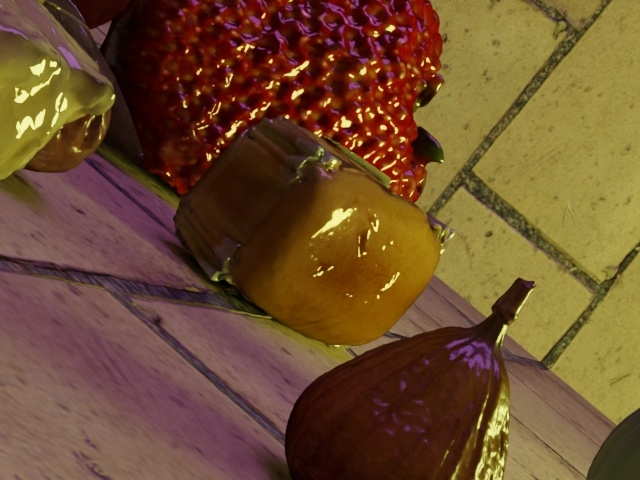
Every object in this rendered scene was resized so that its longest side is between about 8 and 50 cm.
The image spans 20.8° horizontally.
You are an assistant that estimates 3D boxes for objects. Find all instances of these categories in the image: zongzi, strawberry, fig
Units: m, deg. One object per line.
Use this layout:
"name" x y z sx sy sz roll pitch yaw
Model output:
"zongzi" -0.225 -0.136 1.389 0.178 0.081 0.189 54 15 11
"strawberry" -0.054 -0.150 1.594 0.351 0.312 0.267 9 3 -43
"fig" 0.041 0.086 0.888 0.119 0.153 0.119 9 2 0

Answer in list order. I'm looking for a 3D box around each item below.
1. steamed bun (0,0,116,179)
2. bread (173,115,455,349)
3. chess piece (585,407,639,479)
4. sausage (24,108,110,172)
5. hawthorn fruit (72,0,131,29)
"steamed bun" -0.226 -0.104 0.658 0.292 0.137 0.295 36 11 -36
"bread" 0.000 0.000 1.347 0.107 0.136 0.241 44 8 30
"chess piece" 0.281 0.232 1.122 0.194 0.194 0.299 38 14 -12
"sausage" -0.262 -0.164 1.164 0.419 0.094 0.094 44 -20 39
"hawthorn fruit" -0.288 -0.316 1.830 0.211 0.211 0.299 37 -4 -19
